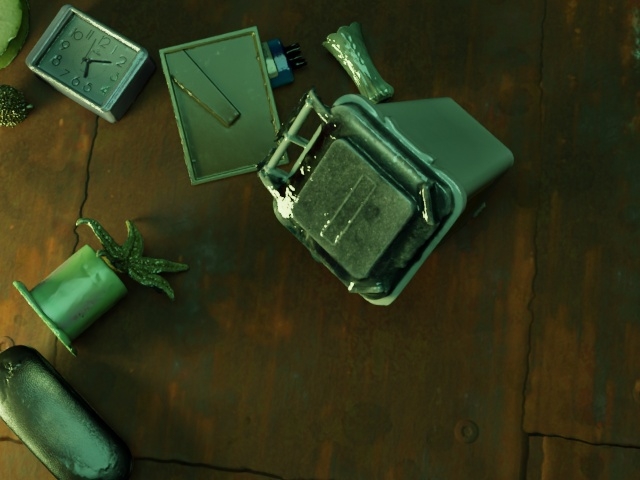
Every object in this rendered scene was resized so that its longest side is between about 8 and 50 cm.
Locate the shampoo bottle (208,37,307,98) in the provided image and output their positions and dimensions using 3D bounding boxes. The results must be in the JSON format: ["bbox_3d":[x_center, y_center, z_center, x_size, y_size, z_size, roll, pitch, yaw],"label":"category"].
[{"bbox_3d":[-0.115,-0.307,1.870,0.182,0.050,0.087,-20,82,-1],"label":"shampoo bottle"}]

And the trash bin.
[{"bbox_3d":[0.119,-0.105,1.640,0.296,0.367,0.256,43,123,15],"label":"trash bin"}]

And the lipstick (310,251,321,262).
[{"bbox_3d":[0.000,0.000,1.741,0.048,0.158,0.048,-1,78,4],"label":"lipstick"}]

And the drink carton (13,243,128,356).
[{"bbox_3d":[-0.414,0.094,1.765,0.142,0.144,0.146,-42,82,-16],"label":"drink carton"}]

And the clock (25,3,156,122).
[{"bbox_3d":[-0.413,-0.321,1.880,0.193,0.073,0.145,31,82,10],"label":"clock"}]

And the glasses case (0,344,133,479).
[{"bbox_3d":[-0.443,0.307,1.744,0.314,0.075,0.122,43,82,11],"label":"glasses case"}]

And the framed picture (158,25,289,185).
[{"bbox_3d":[-0.170,-0.237,1.838,0.184,0.016,0.250,-14,95,1],"label":"framed picture"}]

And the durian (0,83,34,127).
[{"bbox_3d":[-0.565,-0.244,1.877,0.091,0.080,0.080,-6,77,-15],"label":"durian"}]

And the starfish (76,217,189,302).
[{"bbox_3d":[-0.323,0.018,1.778,0.208,0.176,0.053,33,117,-26],"label":"starfish"}]

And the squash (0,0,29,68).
[{"bbox_3d":[-0.651,-0.408,1.935,0.219,0.041,0.219,-2,73,6],"label":"squash"}]

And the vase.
[{"bbox_3d":[0.074,-0.306,1.848,0.081,0.081,0.149,-30,82,-3],"label":"vase"}]
